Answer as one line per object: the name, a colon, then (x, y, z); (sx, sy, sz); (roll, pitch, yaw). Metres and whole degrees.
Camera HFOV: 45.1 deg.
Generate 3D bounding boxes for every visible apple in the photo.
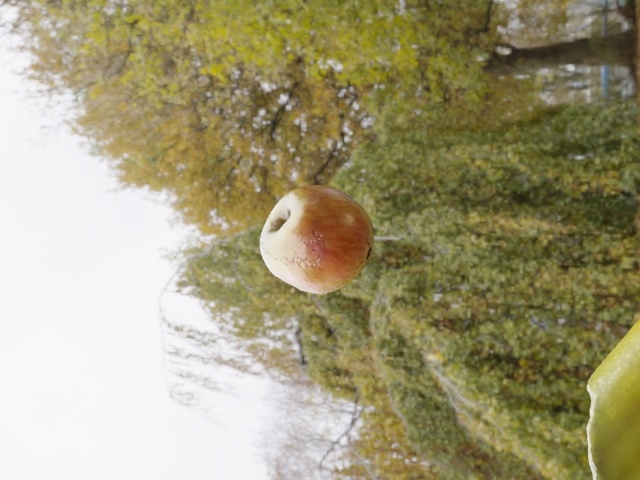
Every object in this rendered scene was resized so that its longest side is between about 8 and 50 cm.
apple: (0.000, 0.000, 0.975); (0.146, 0.146, 0.146); (2, -90, -66)

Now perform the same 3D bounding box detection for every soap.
soap: (0.384, 0.117, 0.726); (0.427, 0.115, 0.306); (-39, -54, -17)
